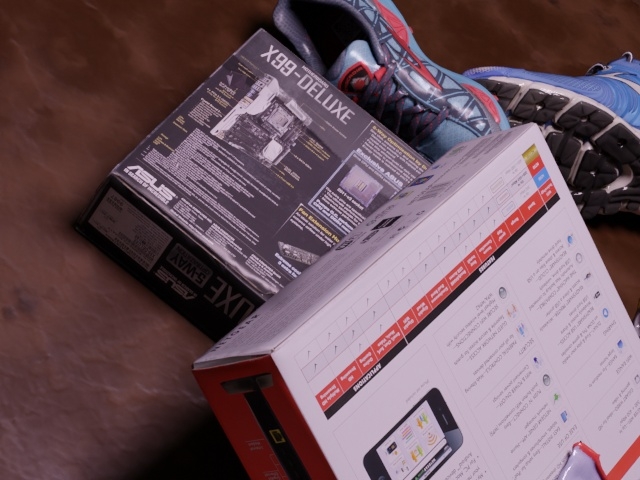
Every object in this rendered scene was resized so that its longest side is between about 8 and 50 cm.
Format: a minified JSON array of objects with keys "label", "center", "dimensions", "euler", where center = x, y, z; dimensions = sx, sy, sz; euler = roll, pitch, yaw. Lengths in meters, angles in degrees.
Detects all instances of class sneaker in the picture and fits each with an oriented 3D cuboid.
[{"label":"sneaker","center":[0.251,-0.098,1.633],"dimensions":[0.330,0.130,0.147],"euler":[14,34,-28]},{"label":"sneaker","center":[0.051,-0.123,1.505],"dimensions":[0.262,0.104,0.125],"euler":[47,25,23]}]

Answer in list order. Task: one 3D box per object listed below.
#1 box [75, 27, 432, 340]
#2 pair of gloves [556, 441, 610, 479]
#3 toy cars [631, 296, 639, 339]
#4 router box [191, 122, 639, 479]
[{"label":"box","center":[0.000,0.000,1.398],"dimensions":[0.307,0.076,0.242],"euler":[38,43,0]},{"label":"pair of gloves","center":[0.189,0.248,1.230],"dimensions":[0.198,0.023,0.159],"euler":[56,49,-19]},{"label":"toy cars","center":[0.358,0.214,1.453],"dimensions":[0.176,0.087,0.394],"euler":[-27,75,-38]},{"label":"router box","center":[0.103,0.125,1.251],"dimensions":[0.335,0.082,0.301],"euler":[-39,107,-42]}]
